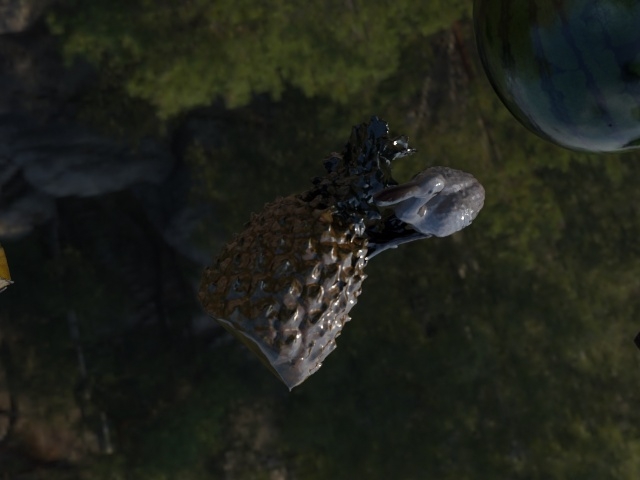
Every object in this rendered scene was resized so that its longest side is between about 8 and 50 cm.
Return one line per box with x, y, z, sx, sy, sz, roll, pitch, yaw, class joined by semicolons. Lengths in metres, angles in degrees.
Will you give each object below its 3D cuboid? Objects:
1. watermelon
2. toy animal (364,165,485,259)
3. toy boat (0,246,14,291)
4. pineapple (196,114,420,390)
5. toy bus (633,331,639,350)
0.146;-0.136;0.701;0.141;0.140;0.187;-22;119;16;watermelon
0.142;-0.044;1.690;0.195;0.090;0.324;-26;173;-9;toy animal
-0.245;0.010;0.821;0.047;0.049;0.149;-29;169;14;toy boat
0.000;0.000;1.710;0.362;0.202;0.202;-52;156;-7;pineapple
0.319;0.096;0.884;0.185;0.090;0.106;28;108;-20;toy bus
